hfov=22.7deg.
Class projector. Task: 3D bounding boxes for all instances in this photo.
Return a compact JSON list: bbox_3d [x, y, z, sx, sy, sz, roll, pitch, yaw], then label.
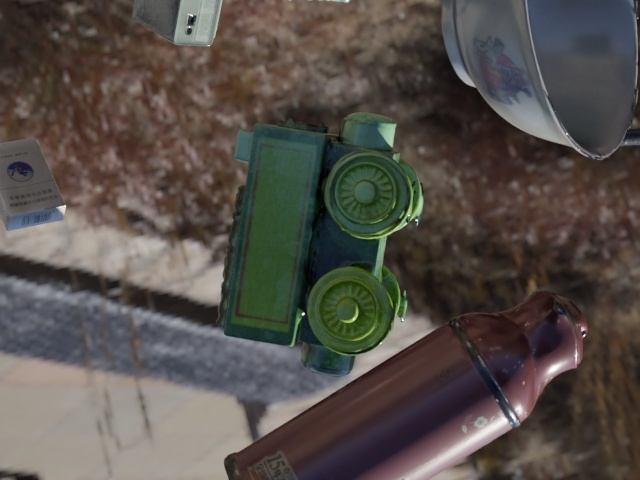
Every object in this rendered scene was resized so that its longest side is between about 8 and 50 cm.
[{"bbox_3d":[-0.147,-0.295,1.724,0.061,0.115,0.147,0,111,-34],"label":"projector"}]

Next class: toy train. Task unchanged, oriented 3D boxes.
[{"bbox_3d":[0.000,0.000,1.621,0.188,0.271,0.159,10,-175,7],"label":"toy train"}]

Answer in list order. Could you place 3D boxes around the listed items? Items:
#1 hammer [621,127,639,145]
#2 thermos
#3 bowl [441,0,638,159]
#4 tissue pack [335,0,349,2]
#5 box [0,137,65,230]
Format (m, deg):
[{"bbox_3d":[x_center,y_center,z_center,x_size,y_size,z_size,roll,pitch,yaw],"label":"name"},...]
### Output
[{"bbox_3d":[0.453,-0.135,1.927,0.246,0.029,0.103,-3,124,-3],"label":"hammer"},{"bbox_3d":[0.091,0.158,1.386,0.330,0.109,0.136,-32,127,3],"label":"thermos"},{"bbox_3d":[0.239,-0.257,1.848,0.157,0.345,0.345,-5,164,30],"label":"bowl"},{"bbox_3d":[-0.013,-0.448,1.832,0.103,0.315,0.228,0,130,-20],"label":"tissue pack"},{"bbox_3d":[-0.263,-0.050,1.403,0.054,0.083,0.024,-13,147,-25],"label":"box"}]
